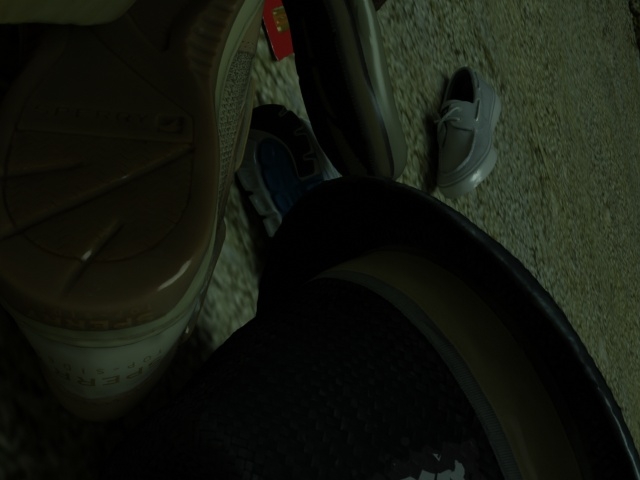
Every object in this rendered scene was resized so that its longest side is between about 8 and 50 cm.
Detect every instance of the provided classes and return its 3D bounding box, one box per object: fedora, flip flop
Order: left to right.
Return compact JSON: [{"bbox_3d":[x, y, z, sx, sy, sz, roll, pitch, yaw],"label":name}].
[{"bbox_3d":[-0.006,0.142,0.423,0.152,0.334,0.334,-17,98,-30],"label":"fedora"},{"bbox_3d":[0.020,-0.167,0.543,0.112,0.080,0.277,-144,-143,-66],"label":"flip flop"}]

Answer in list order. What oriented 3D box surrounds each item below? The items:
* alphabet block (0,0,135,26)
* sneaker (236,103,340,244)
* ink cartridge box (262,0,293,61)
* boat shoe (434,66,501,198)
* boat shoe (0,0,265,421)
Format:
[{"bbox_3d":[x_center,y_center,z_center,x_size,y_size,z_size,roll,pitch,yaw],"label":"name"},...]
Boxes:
[{"bbox_3d":[-0.104,-0.203,0.292,0.192,0.197,0.193,52,21,2],"label":"alphabet block"},{"bbox_3d":[0.000,0.000,0.639,0.083,0.071,0.191,-17,97,-67],"label":"sneaker"},{"bbox_3d":[-0.013,-0.270,0.711,0.181,0.056,0.225,-44,118,-56],"label":"ink cartridge box"},{"bbox_3d":[0.143,-0.115,0.937,0.063,0.066,0.184,49,42,-23],"label":"boat shoe"},{"bbox_3d":[-0.093,-0.078,0.467,0.110,0.121,0.341,101,-4,-50],"label":"boat shoe"}]
